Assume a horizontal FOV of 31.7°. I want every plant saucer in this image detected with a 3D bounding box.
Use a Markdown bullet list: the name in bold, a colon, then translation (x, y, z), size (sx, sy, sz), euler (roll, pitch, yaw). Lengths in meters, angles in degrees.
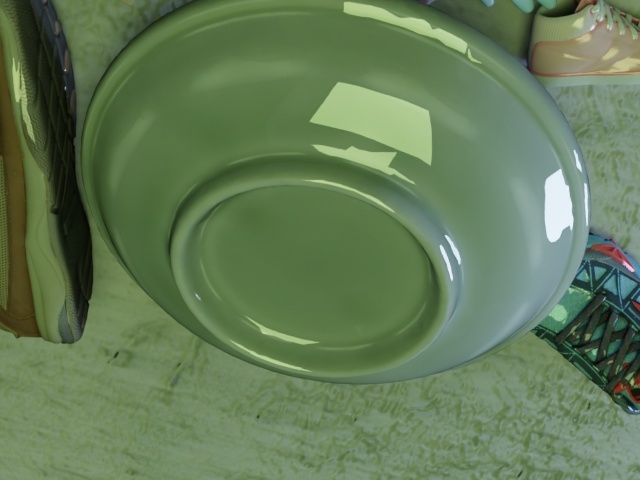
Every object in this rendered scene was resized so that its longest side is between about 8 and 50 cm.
- **plant saucer**: translation (0.000, 0.000, 0.855), size (0.400, 0.100, 0.400), euler (7, 134, 7)

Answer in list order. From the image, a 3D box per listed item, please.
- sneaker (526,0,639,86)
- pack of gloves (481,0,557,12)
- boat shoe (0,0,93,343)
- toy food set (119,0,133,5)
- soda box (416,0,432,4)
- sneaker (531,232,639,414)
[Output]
- **sneaker**: translation (0.224, -0.159, 0.857), size (0.134, 0.051, 0.070), euler (-4, 126, 6)
- **pack of gloves**: translation (0.162, -0.272, 0.765), size (0.195, 0.046, 0.232), euler (-28, 117, 13)
- **boat shoe**: translation (-0.250, -0.055, 0.868), size (0.116, 0.123, 0.324), euler (1, 119, 0)
- **toy food set**: translation (-0.144, -0.276, 0.784), size (0.132, 0.038, 0.192), euler (25, 117, -14)
- **soda box**: translation (-0.008, -0.260, 0.738), size (0.092, 0.083, 0.263), euler (-30, 129, 10)
- **sneaker**: translation (0.268, 0.085, 0.962), size (0.262, 0.125, 0.104), euler (26, 116, -16)
